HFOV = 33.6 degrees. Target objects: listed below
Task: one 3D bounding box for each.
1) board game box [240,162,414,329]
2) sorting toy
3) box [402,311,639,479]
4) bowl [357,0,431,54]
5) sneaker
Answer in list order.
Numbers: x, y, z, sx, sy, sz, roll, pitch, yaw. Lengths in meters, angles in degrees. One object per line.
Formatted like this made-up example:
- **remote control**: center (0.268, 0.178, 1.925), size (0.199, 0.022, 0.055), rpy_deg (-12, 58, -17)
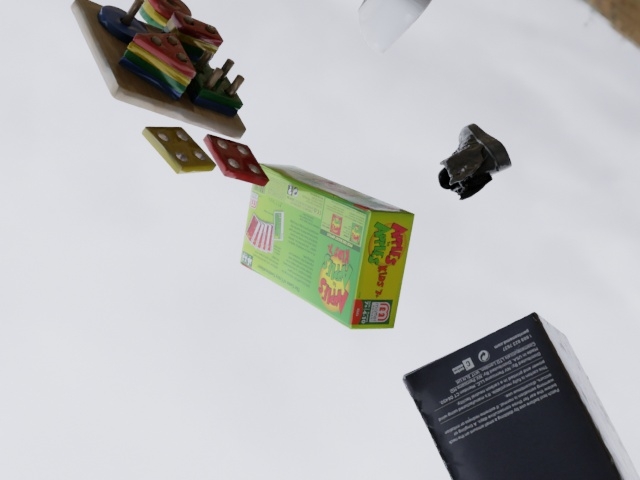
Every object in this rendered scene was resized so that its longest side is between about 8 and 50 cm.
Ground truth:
- **board game box**: center (0.000, 0.000, 0.864), size (0.043, 0.092, 0.181), rpy_deg (1, -166, -33)
- **sorting toy**: center (-0.125, -0.152, 0.892), size (0.132, 0.046, 0.275), rpy_deg (15, -146, -42)
- **box**: center (0.282, 0.279, 1.318), size (0.313, 0.179, 0.343), rpy_deg (66, -167, 16)
- **bowl**: center (0.094, -0.283, 1.152), size (0.053, 0.142, 0.142), rpy_deg (32, -111, -10)
- **sneaker**: center (0.181, -0.098, 1.340), size (0.051, 0.089, 0.170), rpy_deg (62, 177, -20)
